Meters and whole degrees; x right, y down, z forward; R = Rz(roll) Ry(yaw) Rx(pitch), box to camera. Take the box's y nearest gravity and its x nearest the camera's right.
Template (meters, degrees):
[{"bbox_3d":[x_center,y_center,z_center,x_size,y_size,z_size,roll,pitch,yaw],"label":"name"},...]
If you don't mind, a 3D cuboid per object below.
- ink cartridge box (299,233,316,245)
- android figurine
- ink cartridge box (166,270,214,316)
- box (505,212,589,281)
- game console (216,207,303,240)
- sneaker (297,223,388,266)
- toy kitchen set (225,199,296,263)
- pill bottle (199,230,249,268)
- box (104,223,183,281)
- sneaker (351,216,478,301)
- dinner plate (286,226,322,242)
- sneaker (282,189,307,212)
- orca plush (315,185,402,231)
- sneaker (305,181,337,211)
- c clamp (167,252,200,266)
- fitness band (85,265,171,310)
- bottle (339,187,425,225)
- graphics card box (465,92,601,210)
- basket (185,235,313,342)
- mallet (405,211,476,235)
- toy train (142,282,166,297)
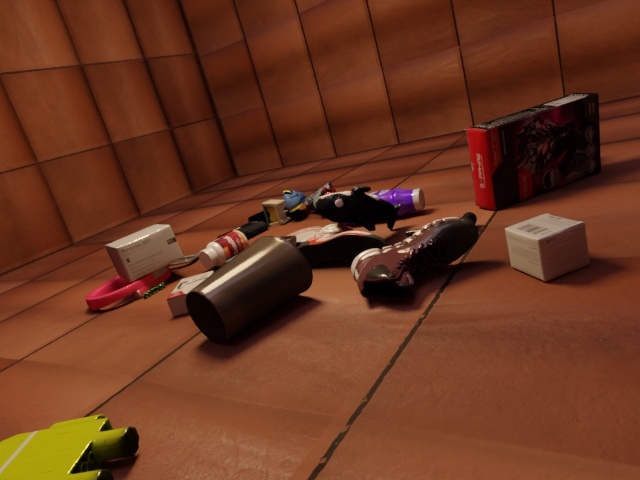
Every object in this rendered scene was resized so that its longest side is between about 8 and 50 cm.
[{"bbox_3d":[0.000,0.000,1.441,0.115,0.029,0.063,-6,18,28],"label":"ink cartridge box"},{"bbox_3d":[-0.404,0.335,0.660,0.273,0.056,0.248,-14,16,5],"label":"android figurine"},{"bbox_3d":[-0.333,0.138,1.251,0.099,0.056,0.135,-16,16,4],"label":"ink cartridge box"},{"bbox_3d":[0.422,0.011,0.884,0.102,0.087,0.101,-18,16,-10],"label":"box"},{"bbox_3d":[-0.254,-0.060,1.865,0.213,0.044,0.361,0,21,45],"label":"game console"},{"bbox_3d":[0.077,0.000,1.252,0.270,0.090,0.145,-8,20,35],"label":"sneaker"},{"bbox_3d":[-0.191,-0.015,1.425,0.122,0.166,0.207,-4,20,36],"label":"toy kitchen set"},{"bbox_3d":[-0.313,0.032,1.535,0.086,0.086,0.152,-1,23,43],"label":"pill bottle"},{"bbox_3d":[-0.568,0.035,1.522,0.181,0.119,0.182,-28,17,-29],"label":"box"},{"bbox_3d":[0.201,0.055,0.961,0.281,0.106,0.162,-24,20,10],"label":"sneaker"},{"bbox_3d":[-0.058,-0.013,1.562,0.141,0.017,0.141,-15,15,4],"label":"dinner plate"},{"bbox_3d":[-0.106,-0.175,1.875,0.069,0.082,0.209,-30,12,13],"label":"sneaker"},{"bbox_3d":[0.118,-0.055,1.278,0.151,0.102,0.287,-35,-32,29],"label":"orca plush"},{"bbox_3d":[0.000,-0.143,1.849,0.125,0.104,0.262,-30,8,16],"label":"sneaker"},{"bbox_3d":[-0.492,0.069,1.706,0.161,0.022,0.137,-12,14,7],"label":"c clamp"},{"bbox_3d":[-0.614,0.143,1.531,0.209,0.054,0.291,-12,15,24],"label":"fitness band"},{"bbox_3d":[0.188,-0.112,1.514,0.283,0.092,0.118,-7,17,29],"label":"bottle"},{"bbox_3d":[0.602,-0.251,1.323,0.371,0.232,0.094,-19,21,-12],"label":"graphics card box"},{"bbox_3d":[-0.163,0.108,1.034,0.204,0.154,0.227,2,27,42],"label":"basket"},{"bbox_3d":[0.311,-0.030,1.239,0.190,0.039,0.062,-14,18,26],"label":"mallet"},{"bbox_3d":[-0.511,0.153,1.450,0.024,0.017,0.083,-16,13,40],"label":"toy train"}]
